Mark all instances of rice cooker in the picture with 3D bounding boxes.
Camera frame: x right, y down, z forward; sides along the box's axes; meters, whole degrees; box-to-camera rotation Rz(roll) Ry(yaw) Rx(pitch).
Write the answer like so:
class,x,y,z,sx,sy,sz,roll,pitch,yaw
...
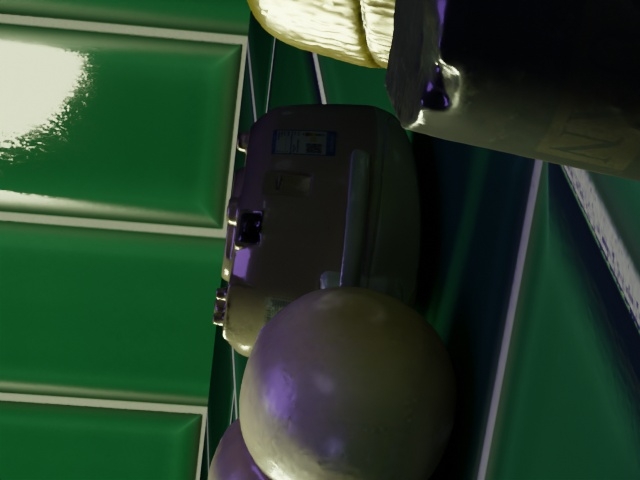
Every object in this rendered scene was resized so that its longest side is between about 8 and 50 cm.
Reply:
class,x,y,z,sx,sy,sz,roll,pitch,yaw
rice cooker,0.000,0.000,1.174,0.206,0.127,0.145,-80,-1,-51

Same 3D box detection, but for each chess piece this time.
class,x,y,z,sx,sy,sz,roll,pitch,yaw
chess piece,-0.009,0.162,1.065,0.167,0.167,0.300,-94,15,-53

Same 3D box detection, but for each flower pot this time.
class,x,y,z,sx,sy,sz,roll,pitch,yaw
flower pot,0.080,-0.089,0.623,0.157,0.106,0.157,-177,90,-83

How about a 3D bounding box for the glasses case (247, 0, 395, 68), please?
class,x,y,z,sx,sy,sz,roll,pitch,yaw
glasses case,0.059,-0.239,0.724,0.173,0.141,0.371,-42,-37,-62
